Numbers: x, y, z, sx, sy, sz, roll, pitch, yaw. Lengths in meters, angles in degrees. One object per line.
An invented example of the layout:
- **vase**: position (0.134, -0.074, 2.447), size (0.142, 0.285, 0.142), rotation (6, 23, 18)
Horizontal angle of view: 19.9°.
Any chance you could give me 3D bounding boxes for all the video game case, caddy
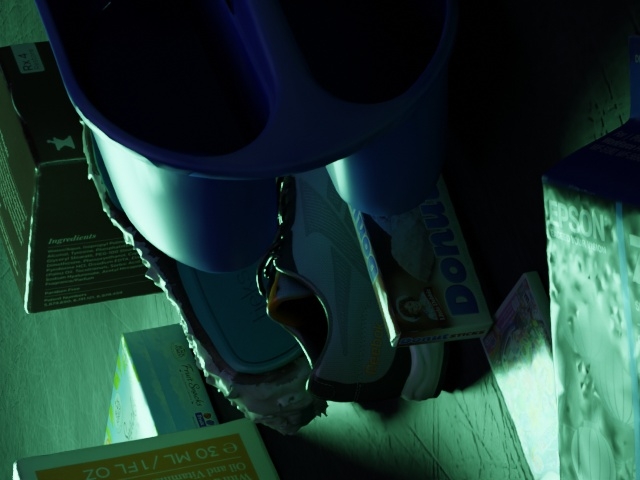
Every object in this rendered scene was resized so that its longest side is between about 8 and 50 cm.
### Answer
- **video game case**: position (0.133, 0.091, 1.104), size (0.087, 0.011, 0.122), rotation (117, 140, -57)
- **caddy**: position (-0.053, -0.149, 1.142), size (0.179, 0.241, 0.341), rotation (82, 166, -53)

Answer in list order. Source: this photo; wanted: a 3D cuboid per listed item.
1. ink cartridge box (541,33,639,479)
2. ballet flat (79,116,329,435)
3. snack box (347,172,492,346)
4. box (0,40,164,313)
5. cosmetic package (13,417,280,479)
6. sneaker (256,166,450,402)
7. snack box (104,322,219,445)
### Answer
- **ink cartridge box**: position (0.178, 0.068, 0.908), size (0.165, 0.065, 0.332), rotation (-159, 63, -67)
- **ballet flat**: position (-0.092, -0.005, 1.505), size (0.147, 0.147, 0.409), rotation (105, 149, -47)
- **snack box**: position (0.054, -0.014, 1.176), size (0.022, 0.064, 0.178), rotation (112, 148, -54)
- **box**: position (-0.215, -0.065, 1.734), size (0.203, 0.167, 0.168), rotation (103, 151, -45)
- **cosmetic package**: position (-0.097, 0.378, 1.519), size (0.161, 0.230, 0.453), rotation (102, 150, -42)
- **sneaker**: position (0.000, -0.001, 1.284), size (0.100, 0.108, 0.271), rotation (103, 152, -48)
- **snack box**: position (-0.156, 0.215, 1.832), size (0.207, 0.070, 0.174), rotation (108, 147, -48)
